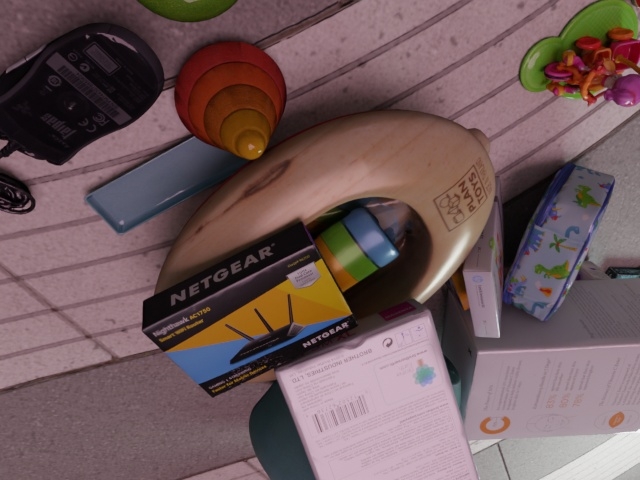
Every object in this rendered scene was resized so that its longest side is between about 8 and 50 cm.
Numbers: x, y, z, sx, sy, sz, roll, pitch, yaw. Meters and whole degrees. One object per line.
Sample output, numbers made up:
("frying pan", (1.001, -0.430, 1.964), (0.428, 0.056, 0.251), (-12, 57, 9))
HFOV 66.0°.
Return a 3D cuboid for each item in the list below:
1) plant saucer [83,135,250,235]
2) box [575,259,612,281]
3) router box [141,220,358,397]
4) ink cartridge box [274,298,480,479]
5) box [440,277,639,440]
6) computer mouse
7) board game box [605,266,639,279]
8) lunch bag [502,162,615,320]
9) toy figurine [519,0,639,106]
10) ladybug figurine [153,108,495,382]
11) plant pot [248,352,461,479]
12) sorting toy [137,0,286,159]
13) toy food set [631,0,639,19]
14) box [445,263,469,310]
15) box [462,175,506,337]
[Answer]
("plant saucer", (-0.174, -0.075, 0.579), (0.192, 0.018, 0.067), (-29, 131, 1))
("box", (0.438, 0.180, 0.979), (0.067, 0.063, 0.323), (9, 122, -26))
("router box", (-0.067, 0.076, 0.504), (0.179, 0.046, 0.133), (-27, 130, 2))
("ink cartridge box", (0.080, 0.245, 0.595), (0.186, 0.065, 0.310), (-20, 100, -5))
("box", (0.399, 0.203, 0.850), (0.346, 0.168, 0.214), (-2, 122, -1))
("computer mouse", (-0.288, -0.145, 0.458), (0.262, 0.060, 0.184), (-32, 136, 20))
("board game box", (0.643, 0.112, 1.030), (0.187, 0.026, 0.126), (3, 125, -22))
("lunch bag", (0.363, 0.001, 0.757), (0.176, 0.090, 0.218), (-39, 145, -41))
("toy figurine", (0.362, -0.200, 0.594), (0.173, 0.159, 0.130), (-16, 130, -8))
("ladybug figurine", (0.000, 0.000, 0.608), (0.450, 0.161, 0.305), (-32, 129, 6))
("plant pot", (0.074, 0.250, 0.762), (0.293, 0.293, 0.235), (23, 105, -33))
("sorting toy", (-0.100, -0.207, 0.408), (0.127, 0.126, 0.365), (-19, 133, -6))
("toy food set", (0.429, -0.339, 0.606), (0.078, 0.019, 0.122), (14, 127, -29))
("box", (0.201, 0.040, 0.769), (0.028, 0.081, 0.136), (-31, 130, 5))
("box", (0.240, 0.021, 0.711), (0.038, 0.186, 0.145), (0, 136, 26))
